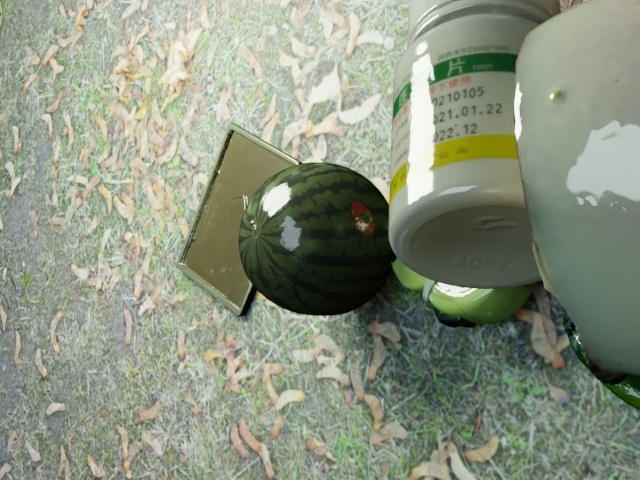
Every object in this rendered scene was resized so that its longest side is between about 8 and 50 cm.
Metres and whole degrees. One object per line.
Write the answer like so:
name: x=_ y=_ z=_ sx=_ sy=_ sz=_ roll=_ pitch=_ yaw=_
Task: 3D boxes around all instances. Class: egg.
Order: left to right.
egg: x=0.377 y=-0.067 z=0.797 sx=0.339 sy=0.354 sz=0.355 roll=-13 pitch=75 yaw=30

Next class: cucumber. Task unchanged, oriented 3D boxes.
cucumber: x=0.312 y=0.136 z=1.040 sx=0.155 sy=0.037 sz=0.037 roll=49 pitch=117 yaw=37

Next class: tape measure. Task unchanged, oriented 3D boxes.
tape measure: x=0.187 y=0.028 z=1.140 sx=0.177 sy=0.087 sz=0.154 roll=-47 pitch=46 yaw=24

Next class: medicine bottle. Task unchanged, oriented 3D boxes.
medicine bottle: x=0.182 y=-0.138 z=1.042 sx=0.208 sy=0.208 sz=0.340 roll=-25 pitch=49 yaw=40

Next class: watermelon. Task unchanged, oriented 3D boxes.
watermelon: x=0.000 y=0.000 z=1.244 sx=0.212 sy=0.212 sz=0.212 roll=-8 pitch=79 yaw=44

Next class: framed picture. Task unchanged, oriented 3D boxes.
framed picture: x=-0.134 y=-0.035 z=1.515 sx=0.192 sy=0.018 sz=0.265 roll=34 pitch=107 yaw=42
